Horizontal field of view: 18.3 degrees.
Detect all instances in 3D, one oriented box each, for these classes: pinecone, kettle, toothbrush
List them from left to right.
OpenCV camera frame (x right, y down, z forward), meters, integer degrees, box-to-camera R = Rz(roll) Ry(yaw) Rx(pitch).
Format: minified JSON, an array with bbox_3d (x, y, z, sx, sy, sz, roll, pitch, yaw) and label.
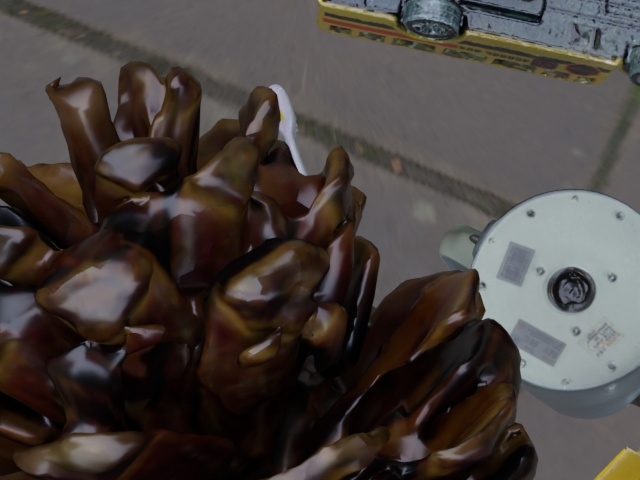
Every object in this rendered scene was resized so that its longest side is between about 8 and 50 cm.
[{"bbox_3d":[-0.029,0.042,0.464,0.173,0.173,0.174,0,98,-1],"label":"pinecone"},{"bbox_3d":[0.000,0.000,1.298,0.018,0.024,0.257,-20,55,4],"label":"toothbrush"},{"bbox_3d":[0.188,0.058,1.641,0.210,0.243,0.160,28,80,16],"label":"kettle"}]

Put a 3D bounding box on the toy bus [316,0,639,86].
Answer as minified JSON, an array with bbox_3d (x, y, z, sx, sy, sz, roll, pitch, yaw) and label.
[{"bbox_3d":[0.167,-0.211,1.744,0.335,0.123,0.121,11,75,-4],"label":"toy bus"}]

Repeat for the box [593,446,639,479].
[{"bbox_3d":[0.271,0.212,1.359,0.247,0.033,0.129,26,125,-20],"label":"box"}]
